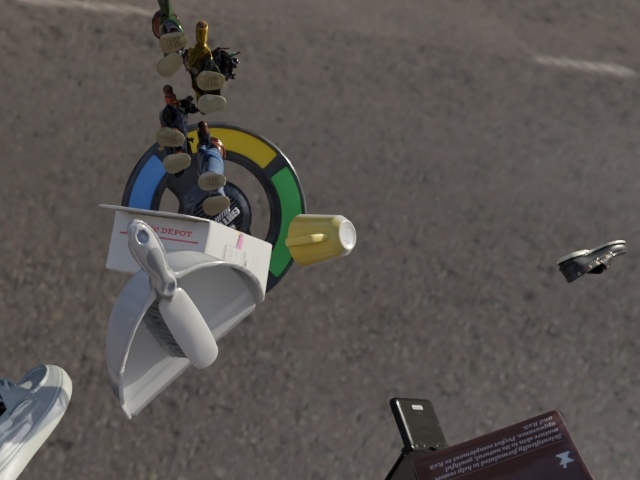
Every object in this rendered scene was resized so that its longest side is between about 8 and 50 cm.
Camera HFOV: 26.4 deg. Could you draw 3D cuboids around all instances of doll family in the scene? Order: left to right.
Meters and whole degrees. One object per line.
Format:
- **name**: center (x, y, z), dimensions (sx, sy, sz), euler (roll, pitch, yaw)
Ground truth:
- **doll family**: center (-0.106, -0.111, 1.148), dimensions (0.076, 0.193, 0.111), euler (0, 23, -12)

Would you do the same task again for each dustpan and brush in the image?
- **dustpan and brush**: center (-0.113, 0.044, 1.010), dimensions (0.147, 0.211, 0.060), euler (-42, 49, -16)

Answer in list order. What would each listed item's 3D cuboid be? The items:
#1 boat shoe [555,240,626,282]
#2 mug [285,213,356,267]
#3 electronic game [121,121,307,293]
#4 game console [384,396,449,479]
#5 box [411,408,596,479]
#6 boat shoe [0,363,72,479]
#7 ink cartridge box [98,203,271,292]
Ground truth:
- **boat shoe**: center (0.397, 0.030, 1.980), dimensions (0.133, 0.049, 0.042), euler (-16, 76, -37)
- **mug**: center (0.002, 0.002, 1.570), dimensions (0.064, 0.062, 0.078), euler (-7, 31, 35)
- **electronic game**: center (-0.128, -0.029, 1.652), dimensions (0.229, 0.229, 0.048), euler (10, 1, -17)
- **game console**: center (0.108, 0.264, 1.753), dimensions (0.122, 0.071, 0.107), euler (16, 51, -62)
- **box**: center (0.253, 0.405, 1.653), dimensions (0.191, 0.381, 0.143), euler (-19, 37, 0)
- **boat shoe**: center (-0.338, 0.189, 1.461), dimensions (0.081, 0.079, 0.227), euler (58, 27, -20)
- **ink cartridge box**: center (-0.145, 0.013, 1.437), dimensions (0.115, 0.067, 0.198), euler (6, -7, 24)
